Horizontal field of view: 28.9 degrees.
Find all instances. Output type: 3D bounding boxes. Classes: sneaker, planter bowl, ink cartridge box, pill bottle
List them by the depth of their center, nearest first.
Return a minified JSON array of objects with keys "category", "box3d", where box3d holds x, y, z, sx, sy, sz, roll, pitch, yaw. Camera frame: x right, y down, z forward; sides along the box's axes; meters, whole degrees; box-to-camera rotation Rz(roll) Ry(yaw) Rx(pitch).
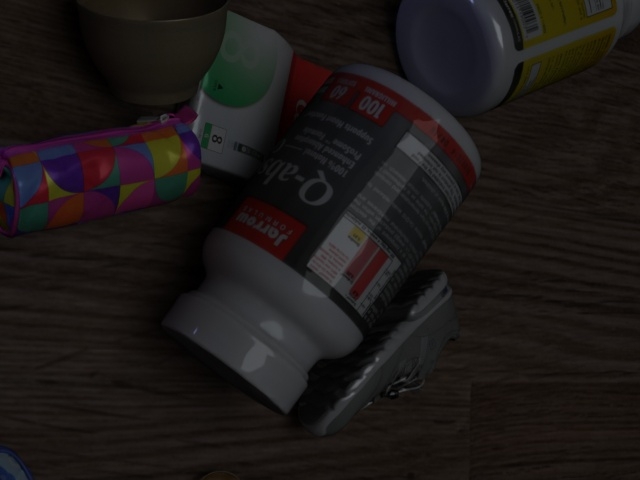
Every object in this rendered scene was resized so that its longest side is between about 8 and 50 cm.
[{"category":"planter bowl","box3d":[-0.180,-0.211,1.332,0.162,0.162,0.109,-19,126,-36]},{"category":"pill bottle","box3d":[0.000,0.000,1.385,0.210,0.210,0.363,43,75,-27]},{"category":"ink cartridge box","box3d":[-0.061,-0.150,1.467,0.224,0.056,0.181,17,78,-33]},{"category":"sneaker","box3d":[0.089,0.155,1.528,0.281,0.105,0.115,-42,111,-31]},{"category":"pill bottle","box3d":[0.275,-0.293,1.637,0.334,0.188,0.188,-24,102,-35]}]

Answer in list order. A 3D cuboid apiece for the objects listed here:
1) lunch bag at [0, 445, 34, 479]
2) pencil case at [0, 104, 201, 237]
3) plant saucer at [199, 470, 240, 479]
[{"category":"lunch bag","box3d":[-0.332,0.319,1.221,0.176,0.090,0.219,-36,109,-35]},{"category":"pencil case","box3d":[-0.237,-0.074,1.304,0.236,0.104,0.104,-19,99,-36]},{"category":"plant saucer","box3d":[-0.120,0.305,1.421,0.083,0.015,0.083,3,85,-36]}]
